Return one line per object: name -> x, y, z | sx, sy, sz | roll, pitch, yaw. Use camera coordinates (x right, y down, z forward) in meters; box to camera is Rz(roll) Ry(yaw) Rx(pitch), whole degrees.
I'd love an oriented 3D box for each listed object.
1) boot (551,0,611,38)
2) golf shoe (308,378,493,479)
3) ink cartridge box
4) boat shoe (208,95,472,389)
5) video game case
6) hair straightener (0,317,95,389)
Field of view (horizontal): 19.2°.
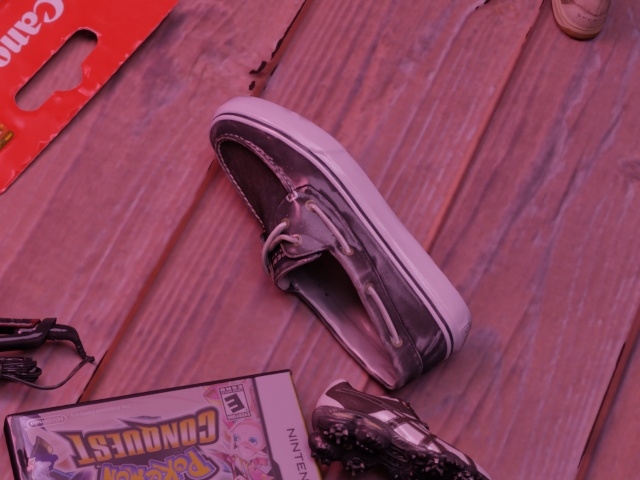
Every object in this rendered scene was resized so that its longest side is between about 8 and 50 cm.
boot -> 0.297, -0.352, 2.071 | 0.077, 0.165, 0.213 | 0, 63, -16
golf shoe -> 0.085, 0.189, 1.763 | 0.198, 0.077, 0.094 | 29, 36, -16
ink cartridge box -> -0.368, -0.277, 1.862 | 0.385, 0.091, 0.308 | 39, 64, 1
boat shoe -> 0.000, 0.000, 1.819 | 0.335, 0.121, 0.119 | 45, 56, 9
video game case -> -0.125, 0.251, 1.696 | 0.275, 0.035, 0.248 | -8, 64, -19
hair straightener -> -0.319, 0.110, 1.724 | 0.230, 0.047, 0.089 | 5, 60, -17
